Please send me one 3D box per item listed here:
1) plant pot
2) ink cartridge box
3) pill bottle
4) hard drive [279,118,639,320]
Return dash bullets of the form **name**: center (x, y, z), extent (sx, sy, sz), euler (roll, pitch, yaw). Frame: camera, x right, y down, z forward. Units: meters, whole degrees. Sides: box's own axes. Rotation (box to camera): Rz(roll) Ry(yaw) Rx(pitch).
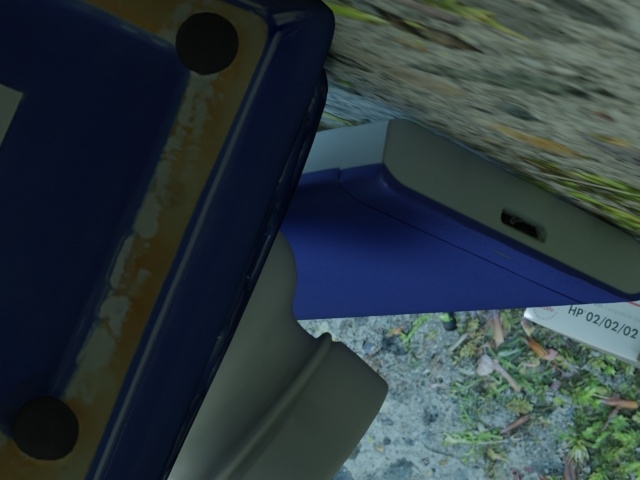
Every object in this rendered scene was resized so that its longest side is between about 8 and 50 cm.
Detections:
- **plant pot**: center (-0.132, -0.014, 0.522), extent (0.235, 0.236, 0.212), euler (23, 173, -5)
- **ink cartridge box**: center (0.224, 0.056, 1.055), extent (0.104, 0.062, 0.181), euler (21, 178, 45)
- **pill bottle**: center (-0.136, 0.017, 0.721), extent (0.334, 0.188, 0.188), euler (41, 179, -1)
- **hard drive**: center (0.000, 0.000, 0.864), extent (0.210, 0.040, 0.318), euler (23, 161, -38)
